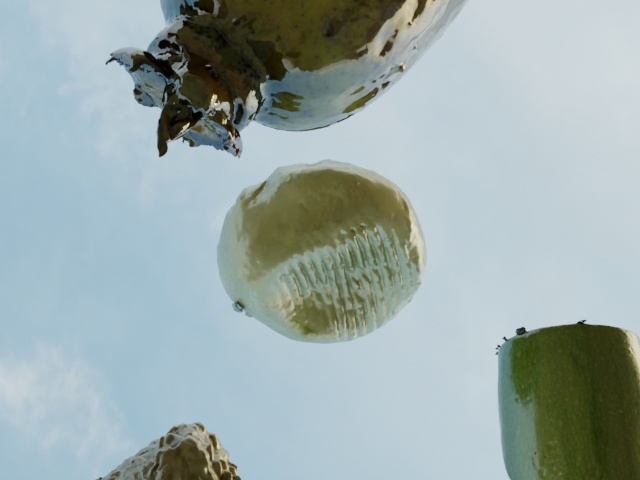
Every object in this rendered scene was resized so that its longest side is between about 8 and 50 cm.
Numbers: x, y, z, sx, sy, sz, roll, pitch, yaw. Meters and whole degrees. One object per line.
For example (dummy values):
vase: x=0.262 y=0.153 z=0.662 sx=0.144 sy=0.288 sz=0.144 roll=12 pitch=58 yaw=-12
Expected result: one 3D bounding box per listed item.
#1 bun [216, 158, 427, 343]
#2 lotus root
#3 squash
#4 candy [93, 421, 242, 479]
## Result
bun: x=0.000 y=0.000 z=1.314 sx=0.259 sy=0.259 sz=0.160 roll=-3 pitch=-136 yaw=-18
lotus root: x=-0.009 y=-0.135 z=0.570 sx=0.154 sy=0.154 sz=0.278 roll=38 pitch=-110 yaw=1
squash: x=0.301 y=0.238 z=1.259 sx=0.189 sy=0.189 sz=0.260 roll=6 pitch=-116 yaw=-14
candy: x=-0.099 y=0.173 z=0.686 sx=0.110 sy=0.085 sz=0.095 roll=-32 pitch=-110 yaw=16
